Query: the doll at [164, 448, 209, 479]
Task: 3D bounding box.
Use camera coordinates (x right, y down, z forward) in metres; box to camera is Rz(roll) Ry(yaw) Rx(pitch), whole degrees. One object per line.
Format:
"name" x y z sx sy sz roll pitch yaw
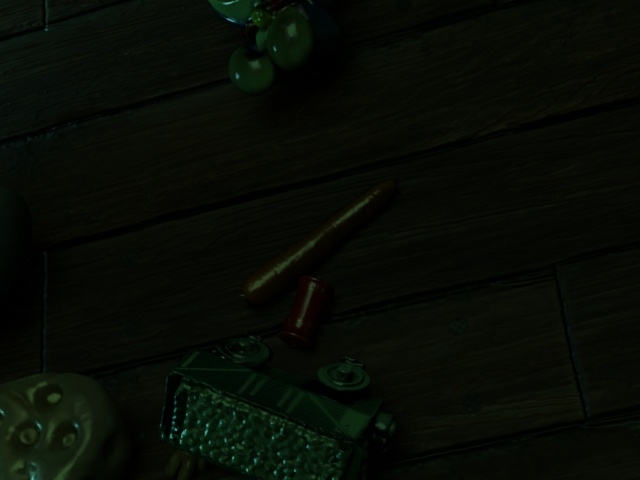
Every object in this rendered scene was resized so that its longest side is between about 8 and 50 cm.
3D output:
"doll" -0.152 0.241 1.522 0.061 0.051 0.093 35 78 24

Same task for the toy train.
"toy train" -0.049 0.188 1.445 0.270 0.115 0.154 20 26 13

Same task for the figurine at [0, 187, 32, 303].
"figurine" -0.532 -0.003 1.727 0.382 0.205 0.224 18 71 47

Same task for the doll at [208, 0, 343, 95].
"doll" -0.064 -0.346 1.747 0.199 0.186 0.321 -26 71 40

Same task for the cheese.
"cheese" -0.337 0.261 1.534 0.235 0.117 0.218 -44 57 -7

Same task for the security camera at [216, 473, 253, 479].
"security camera" -0.165 0.345 1.408 0.302 0.080 0.157 -15 32 -6

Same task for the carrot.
"carrot" 0.000 0.000 1.612 0.248 0.043 0.043 -38 57 -6

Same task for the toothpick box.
"toothpick box" -0.018 0.089 1.564 0.047 0.047 0.083 12 67 24
